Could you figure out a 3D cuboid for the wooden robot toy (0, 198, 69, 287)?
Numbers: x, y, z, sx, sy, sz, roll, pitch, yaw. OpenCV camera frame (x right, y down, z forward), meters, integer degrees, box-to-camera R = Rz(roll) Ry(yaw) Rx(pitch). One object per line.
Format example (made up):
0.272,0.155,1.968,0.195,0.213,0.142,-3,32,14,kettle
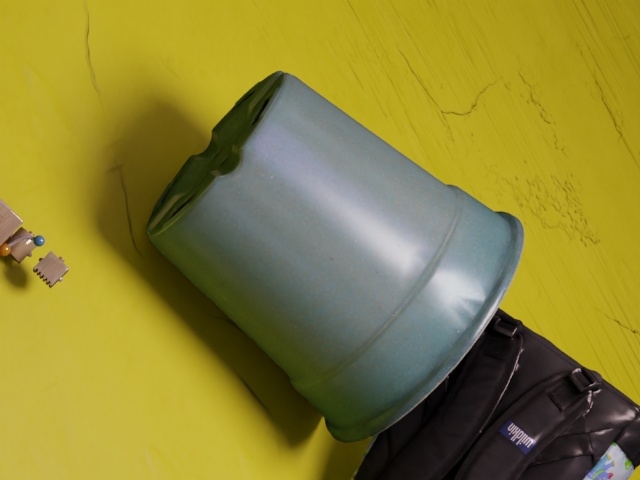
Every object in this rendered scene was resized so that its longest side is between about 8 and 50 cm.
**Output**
-0.351,-0.003,1.707,0.079,0.076,0.173,-47,109,-13,wooden robot toy

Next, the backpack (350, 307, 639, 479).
0.179,0.296,1.884,0.355,0.290,0.273,-50,154,-16,backpack

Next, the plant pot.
0.000,0.000,1.889,0.334,0.341,0.341,40,44,-13,plant pot
